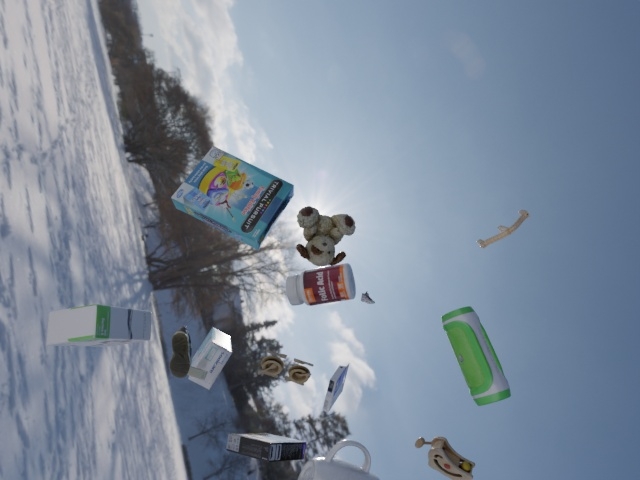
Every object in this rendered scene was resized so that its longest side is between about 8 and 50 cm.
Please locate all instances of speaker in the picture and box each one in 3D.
[{"bbox_3d":[0.505,0.374,1.322,0.131,0.131,0.297,119,-41,-58],"label":"speaker"}]

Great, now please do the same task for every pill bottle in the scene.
[{"bbox_3d":[0.002,0.275,2.444,0.224,0.391,0.224,-11,90,-77],"label":"pill bottle"}]

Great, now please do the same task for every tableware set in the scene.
[{"bbox_3d":[-0.131,0.490,1.505,0.039,0.194,0.128,-80,-170,-60],"label":"tableware set"}]

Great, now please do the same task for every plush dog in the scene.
[{"bbox_3d":[0.000,0.000,1.733,0.210,0.262,0.226,140,-41,-67],"label":"plush dog"}]

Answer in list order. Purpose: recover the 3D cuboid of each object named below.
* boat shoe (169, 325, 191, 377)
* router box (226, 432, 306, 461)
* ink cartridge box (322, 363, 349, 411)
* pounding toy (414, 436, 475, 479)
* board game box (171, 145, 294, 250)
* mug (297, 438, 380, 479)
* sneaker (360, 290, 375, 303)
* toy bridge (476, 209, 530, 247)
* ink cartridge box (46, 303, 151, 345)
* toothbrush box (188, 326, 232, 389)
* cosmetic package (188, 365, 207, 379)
[{"bbox_3d":[-0.532,0.430,1.554,0.073,0.080,0.224,-83,-177,-64],"label":"boat shoe"},{"bbox_3d":[-0.262,0.992,1.943,0.308,0.242,0.081,-12,-117,40],"label":"router box"},{"bbox_3d":[0.087,0.800,2.219,0.045,0.208,0.207,19,-71,21],"label":"ink cartridge box"},{"bbox_3d":[0.593,0.990,1.900,0.269,0.155,0.154,25,-53,16],"label":"pounding toy"},{"bbox_3d":[-0.299,-0.155,1.408,0.335,0.254,0.079,26,-24,8],"label":"board game box"},{"bbox_3d":[0.092,1.097,1.829,0.374,0.327,0.276,-62,-168,-12],"label":"mug"},{"bbox_3d":[0.273,0.325,2.320,0.098,0.038,0.069,8,-80,42],"label":"sneaker"},{"bbox_3d":[0.601,-0.033,1.317,0.026,0.188,0.063,53,5,-8],"label":"toy bridge"},{"bbox_3d":[-0.769,0.307,1.426,0.273,0.198,0.115,43,39,-67],"label":"ink cartridge box"},{"bbox_3d":[-0.578,0.613,2.128,0.216,0.126,0.295,-58,-165,-4],"label":"toothbrush box"},{"bbox_3d":[-0.592,0.614,1.881,0.060,0.115,0.041,-29,-140,60],"label":"cosmetic package"}]
